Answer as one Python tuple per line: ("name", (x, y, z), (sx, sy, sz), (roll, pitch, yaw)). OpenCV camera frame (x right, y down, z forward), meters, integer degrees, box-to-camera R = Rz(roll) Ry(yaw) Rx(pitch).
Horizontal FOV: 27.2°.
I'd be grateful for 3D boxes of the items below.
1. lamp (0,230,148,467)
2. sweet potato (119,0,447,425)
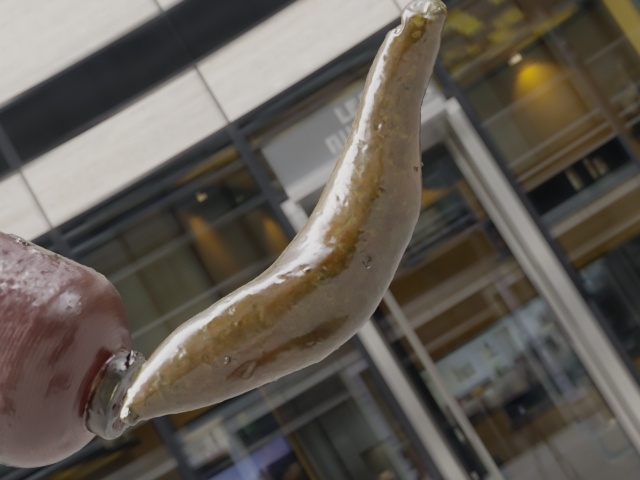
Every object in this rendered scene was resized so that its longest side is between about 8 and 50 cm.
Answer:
("lamp", (-0.262, 0.083, 1.057), (0.180, 0.258, 0.180), (21, -90, -75))
("sweet potato", (0.006, 0.000, 0.882), (0.108, 0.079, 0.346), (40, -98, -42))
